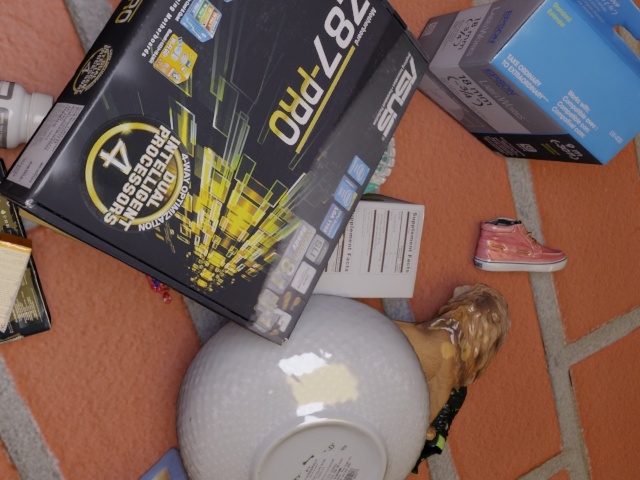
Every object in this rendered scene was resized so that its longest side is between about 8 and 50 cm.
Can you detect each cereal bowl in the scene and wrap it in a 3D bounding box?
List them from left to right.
[{"bbox_3d":[-0.013,0.245,0.789,0.339,0.141,0.338,-4,112,-10],"label":"cereal bowl"}]

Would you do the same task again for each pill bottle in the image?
[{"bbox_3d":[-0.380,-0.147,0.709,0.137,0.078,0.078,8,97,-24],"label":"pill bottle"}]

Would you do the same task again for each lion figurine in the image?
[{"bbox_3d":[0.105,0.164,0.932,0.392,0.142,0.240,8,111,-31],"label":"lion figurine"}]

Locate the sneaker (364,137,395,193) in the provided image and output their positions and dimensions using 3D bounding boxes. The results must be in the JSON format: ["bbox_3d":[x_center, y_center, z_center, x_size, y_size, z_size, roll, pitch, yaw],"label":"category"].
[{"bbox_3d":[0.067,-0.140,0.890,0.065,0.076,0.166,24,74,-26],"label":"sneaker"}]

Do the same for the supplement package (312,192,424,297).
[{"bbox_3d":[0.000,0.000,0.865,0.244,0.139,0.133,2,100,-24],"label":"supplement package"}]

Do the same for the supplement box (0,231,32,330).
[{"bbox_3d":[-0.360,0.045,0.707,0.036,0.062,0.098,18,91,-27],"label":"supplement box"}]

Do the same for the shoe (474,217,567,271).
[{"bbox_3d":[0.344,0.006,1.050,0.178,0.063,0.081,0,105,-18],"label":"shoe"}]

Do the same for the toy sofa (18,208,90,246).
[{"bbox_3d":[-0.194,-0.153,0.753,0.150,0.177,0.362,22,87,-1],"label":"toy sofa"}]

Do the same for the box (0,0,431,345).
[{"bbox_3d":[-0.074,-0.130,0.647,0.318,0.097,0.394,39,74,-42],"label":"box"}]

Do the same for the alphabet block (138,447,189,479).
[{"bbox_3d":[-0.189,0.446,0.845,0.193,0.192,0.197,-43,114,-8],"label":"alphabet block"}]

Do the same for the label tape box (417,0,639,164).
[{"bbox_3d":[0.294,-0.209,0.839,0.241,0.334,0.105,32,87,-24],"label":"label tape box"}]

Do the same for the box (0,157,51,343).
[{"bbox_3d":[-0.436,0.026,0.734,0.175,0.051,0.220,-16,106,-20],"label":"box"}]

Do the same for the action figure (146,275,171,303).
[{"bbox_3d":[-0.220,0.032,0.840,0.038,0.030,0.115,-19,109,-24],"label":"action figure"}]

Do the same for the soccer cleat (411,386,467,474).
[{"bbox_3d":[0.194,0.312,1.042,0.060,0.072,0.179,44,82,-24],"label":"soccer cleat"}]
